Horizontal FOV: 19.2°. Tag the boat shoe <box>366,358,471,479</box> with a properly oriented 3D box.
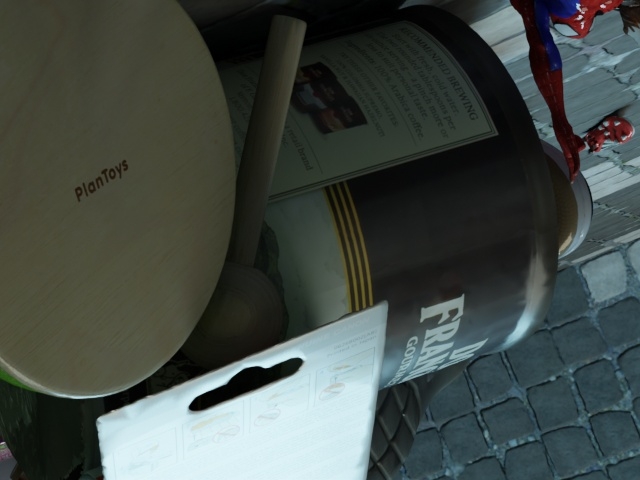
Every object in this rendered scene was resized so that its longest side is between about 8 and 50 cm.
[{"bbox_3d":[0.006,0.091,1.358,0.130,0.132,0.355,3,-162,24],"label":"boat shoe"}]

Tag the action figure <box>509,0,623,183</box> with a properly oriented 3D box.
[{"bbox_3d":[0.159,-0.121,0.978,0.091,0.139,0.280,-20,175,-3],"label":"action figure"}]

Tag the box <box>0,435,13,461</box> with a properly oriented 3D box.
[{"bbox_3d":[-0.324,0.121,1.343,0.257,0.128,0.122,-18,172,-20],"label":"box"}]

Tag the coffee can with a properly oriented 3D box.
[{"bbox_3d":[-0.042,0.002,1.014,0.275,0.201,0.201,-17,171,-24],"label":"coffee can"}]

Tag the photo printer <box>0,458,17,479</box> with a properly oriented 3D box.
[{"bbox_3d":[-0.225,0.244,1.523,0.307,0.256,0.107,24,-149,36],"label":"photo printer"}]

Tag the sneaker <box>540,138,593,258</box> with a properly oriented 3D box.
[{"bbox_3d":[0.099,-0.050,1.202,0.153,0.099,0.282,-15,-164,-37],"label":"sneaker"}]

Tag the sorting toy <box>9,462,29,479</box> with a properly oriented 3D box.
[{"bbox_3d":[-0.126,0.128,1.216,0.255,0.089,0.257,-63,-169,-15],"label":"sorting toy"}]

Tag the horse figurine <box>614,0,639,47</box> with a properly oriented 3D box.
[{"bbox_3d":[0.333,-0.145,1.259,0.263,0.174,0.066,-30,-171,-5],"label":"horse figurine"}]

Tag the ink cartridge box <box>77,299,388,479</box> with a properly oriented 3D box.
[{"bbox_3d":[-0.045,0.089,0.896,0.145,0.045,0.179,-21,147,-17],"label":"ink cartridge box"}]

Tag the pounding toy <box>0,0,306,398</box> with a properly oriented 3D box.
[{"bbox_3d":[-0.118,-0.027,0.816,0.110,0.183,0.237,1,178,35],"label":"pounding toy"}]

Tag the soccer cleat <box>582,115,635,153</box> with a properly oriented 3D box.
[{"bbox_3d":[0.277,-0.103,1.776,0.035,0.029,0.083,-28,178,-21],"label":"soccer cleat"}]
